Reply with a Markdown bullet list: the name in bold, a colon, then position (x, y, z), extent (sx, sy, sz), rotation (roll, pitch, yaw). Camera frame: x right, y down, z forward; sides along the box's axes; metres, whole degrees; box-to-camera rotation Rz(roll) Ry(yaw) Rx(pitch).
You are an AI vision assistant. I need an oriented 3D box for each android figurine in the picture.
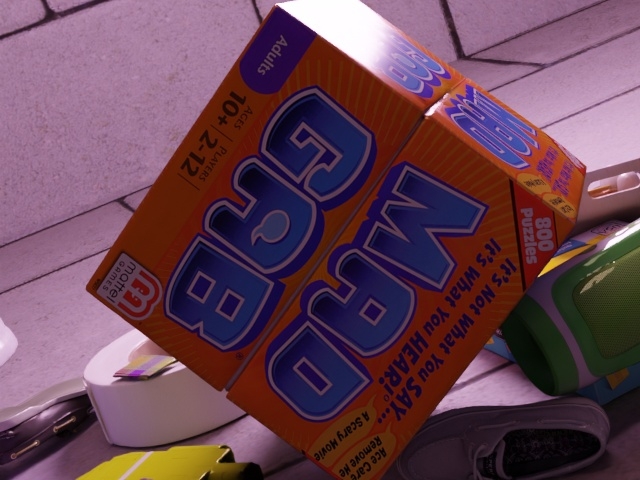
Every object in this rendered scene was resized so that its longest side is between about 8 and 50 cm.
- **android figurine**: position (-0.207, 0.310, 1.676), extent (0.273, 0.056, 0.248), rotation (-10, 18, 31)

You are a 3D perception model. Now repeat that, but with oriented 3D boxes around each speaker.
- **speaker**: position (0.342, 0.048, 1.516), extent (0.297, 0.131, 0.131), rotation (-29, 17, -12)

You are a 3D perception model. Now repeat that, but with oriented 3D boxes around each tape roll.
- **tape roll**: position (-0.188, 0.182, 2.017), extent (0.286, 0.100, 0.286), rotation (-18, 16, 5)

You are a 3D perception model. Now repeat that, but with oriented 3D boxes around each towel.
- **towel**: position (-0.234, 0.170, 1.904), extent (0.083, 0.009, 0.060), rotation (-3, 21, 45)

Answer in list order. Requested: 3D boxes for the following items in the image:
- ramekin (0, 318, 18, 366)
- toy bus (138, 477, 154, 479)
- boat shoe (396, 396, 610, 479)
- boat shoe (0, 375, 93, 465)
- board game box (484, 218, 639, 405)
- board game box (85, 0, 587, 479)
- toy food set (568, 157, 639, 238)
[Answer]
- **ramekin**: position (-0.567, 0.140, 1.937), extent (0.277, 0.135, 0.277), rotation (-20, 15, 5)
- **toy bus**: position (-0.292, 0.328, 1.527), extent (0.191, 0.104, 0.202), rotation (-22, 36, 20)
- **boat shoe**: position (0.185, 0.214, 1.471), extent (0.228, 0.079, 0.081), rotation (-13, 12, 12)
- **boat shoe**: position (-0.389, 0.255, 2.066), extent (0.081, 0.068, 0.228), rotation (-4, 13, 44)
- **board game box**: position (0.352, 0.075, 1.750), extent (0.254, 0.079, 0.336), rotation (-24, 15, -15)
- **board game box**: position (0.036, -0.018, 1.546), extent (0.356, 0.356, 0.356), rotation (-55, -3, 17)
- **toy food set**: position (0.382, -0.065, 2.001), extent (0.220, 0.092, 0.306), rotation (-15, -8, -1)
